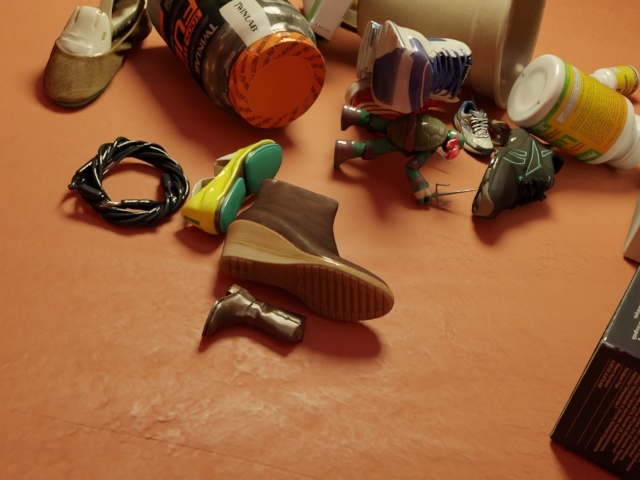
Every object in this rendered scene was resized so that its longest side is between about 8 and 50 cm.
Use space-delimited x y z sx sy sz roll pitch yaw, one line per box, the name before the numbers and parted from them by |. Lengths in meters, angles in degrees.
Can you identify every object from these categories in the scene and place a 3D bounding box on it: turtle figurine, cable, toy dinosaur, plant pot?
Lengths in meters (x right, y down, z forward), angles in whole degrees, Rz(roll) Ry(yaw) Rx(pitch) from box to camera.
turtle figurine | 0.144 -0.156 1.526 0.234 0.118 0.175 10 43 4
cable | -0.261 -0.089 1.353 0.150 0.047 0.184 24 37 12
toy dinosaur | 0.332 -0.197 1.718 0.183 0.053 0.092 34 25 11
plant pot | 0.248 -0.450 1.814 0.305 0.334 0.334 16 35 20

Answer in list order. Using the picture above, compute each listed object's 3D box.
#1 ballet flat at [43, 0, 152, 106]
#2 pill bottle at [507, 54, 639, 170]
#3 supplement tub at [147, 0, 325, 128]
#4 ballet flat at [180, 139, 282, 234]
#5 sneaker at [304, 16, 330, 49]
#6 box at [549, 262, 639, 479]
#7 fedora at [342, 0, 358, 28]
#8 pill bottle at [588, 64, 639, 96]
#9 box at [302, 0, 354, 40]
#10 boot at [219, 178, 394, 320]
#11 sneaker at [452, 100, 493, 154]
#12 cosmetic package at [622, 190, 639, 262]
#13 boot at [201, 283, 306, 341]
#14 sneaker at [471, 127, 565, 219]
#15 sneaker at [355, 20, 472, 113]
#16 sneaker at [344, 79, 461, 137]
ballet flat | -0.369 -0.352 1.592 0.116 0.124 0.342 19 37 5
pill bottle | 0.467 -0.218 1.676 0.246 0.136 0.136 24 33 -22
supplement tub | -0.142 -0.347 1.598 0.207 0.207 0.338 -10 43 -30
ballet flat | -0.133 -0.087 1.382 0.077 0.077 0.231 9 36 19
sneaker | -0.042 -0.379 1.792 0.071 0.066 0.188 26 38 13
box | 0.507 0.173 1.179 0.312 0.179 0.343 28 39 18
fedora | 0.108 -0.510 2.005 0.194 0.079 0.194 9 37 -7
pill bottle | 0.602 -0.327 1.956 0.116 0.065 0.065 -13 45 -32
box | 0.046 -0.525 1.808 0.058 0.232 0.322 28 20 -12
boot | 0.000 0.000 1.294 0.248 0.090 0.207 17 39 8
sneaker | 0.275 -0.203 1.684 0.052 0.058 0.135 0 40 -20
cosmetic package | 0.661 -0.139 1.600 0.161 0.230 0.453 24 38 11
boot | -0.079 0.107 1.178 0.114 0.037 0.106 27 40 8
sneaker | 0.328 -0.106 1.543 0.106 0.101 0.267 28 39 12
sneaker | 0.172 -0.289 1.546 0.182 0.127 0.315 8 19 -9
sneaker | 0.163 -0.229 1.676 0.221 0.087 0.128 -11 51 -13
